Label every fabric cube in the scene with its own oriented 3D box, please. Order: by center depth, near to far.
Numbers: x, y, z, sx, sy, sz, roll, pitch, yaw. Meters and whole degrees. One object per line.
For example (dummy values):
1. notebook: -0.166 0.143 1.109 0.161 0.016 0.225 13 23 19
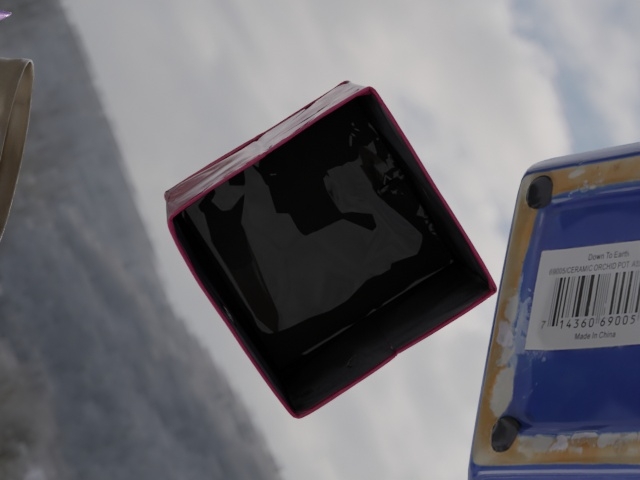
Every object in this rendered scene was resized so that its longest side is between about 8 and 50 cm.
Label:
1. fabric cube: 0.000 0.000 2.083 0.254 0.259 0.258 58 -1 -9

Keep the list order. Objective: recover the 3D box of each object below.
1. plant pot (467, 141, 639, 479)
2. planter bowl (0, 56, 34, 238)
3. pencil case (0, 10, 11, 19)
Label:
1. plant pot: 0.216 0.065 1.008 0.236 0.212 0.236 -8 -115 49
2. planter bowl: -0.307 -0.081 1.617 0.162 0.109 0.162 -169 -90 -88
3. pencil case: -0.299 -0.110 1.283 0.088 0.206 0.086 53 23 17
